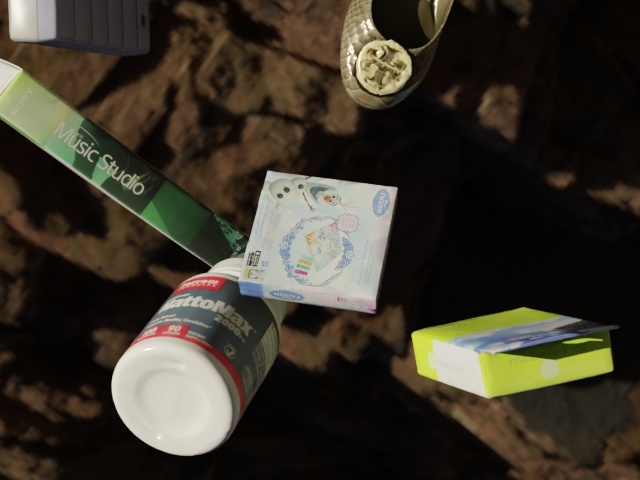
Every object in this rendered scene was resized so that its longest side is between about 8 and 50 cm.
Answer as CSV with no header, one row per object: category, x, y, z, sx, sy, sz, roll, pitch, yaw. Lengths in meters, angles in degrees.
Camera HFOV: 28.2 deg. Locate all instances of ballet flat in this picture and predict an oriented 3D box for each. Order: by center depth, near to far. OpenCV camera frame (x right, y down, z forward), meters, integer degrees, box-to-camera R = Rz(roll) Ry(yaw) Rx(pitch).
ballet flat,0.089,-0.226,1.060,0.084,0.250,0.058,28,177,-10

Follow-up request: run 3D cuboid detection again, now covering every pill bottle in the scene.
pill bottle,-0.093,0.089,1.080,0.108,0.108,0.180,36,-149,-3

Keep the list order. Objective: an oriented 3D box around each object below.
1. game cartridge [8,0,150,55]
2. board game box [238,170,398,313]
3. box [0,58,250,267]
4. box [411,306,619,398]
game cartridge,-0.212,-0.347,1.132,0.068,0.355,0.230,0,-174,8
board game box,0.000,0.000,0.835,0.090,0.090,0.020,8,147,9
box,-0.241,-0.086,1.425,0.322,0.058,0.232,36,176,-26
box,0.153,0.088,1.018,0.109,0.042,0.178,-11,-176,-14
